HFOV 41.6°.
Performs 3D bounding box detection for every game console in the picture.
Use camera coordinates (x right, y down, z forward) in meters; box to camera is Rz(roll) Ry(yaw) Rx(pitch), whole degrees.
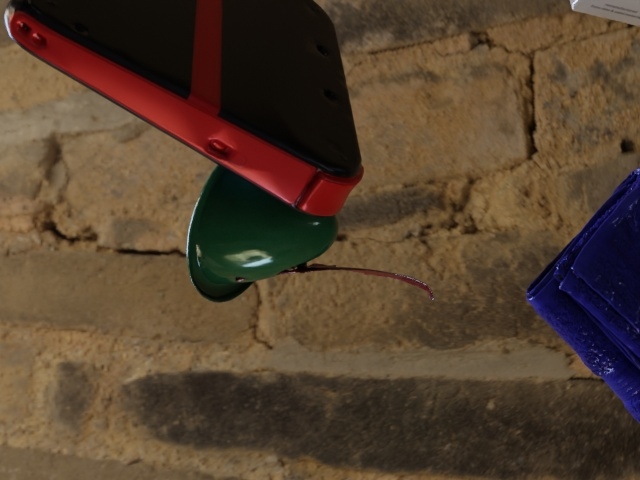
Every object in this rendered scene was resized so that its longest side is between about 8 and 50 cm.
[{"bbox_3d":[-0.115,-0.208,0.831,0.060,0.342,0.386,-49,-150,29],"label":"game console"}]

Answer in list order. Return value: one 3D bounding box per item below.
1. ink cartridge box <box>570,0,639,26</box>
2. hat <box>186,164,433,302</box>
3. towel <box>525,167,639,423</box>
[{"bbox_3d":[0.324,-0.348,0.787,0.100,0.237,0.172,7,-121,-19],"label":"ink cartridge box"},{"bbox_3d":[0.000,0.000,0.842,0.183,0.208,0.173,18,-60,24],"label":"hat"},{"bbox_3d":[0.380,0.090,0.855,0.308,0.076,0.227,47,-115,0],"label":"towel"}]
